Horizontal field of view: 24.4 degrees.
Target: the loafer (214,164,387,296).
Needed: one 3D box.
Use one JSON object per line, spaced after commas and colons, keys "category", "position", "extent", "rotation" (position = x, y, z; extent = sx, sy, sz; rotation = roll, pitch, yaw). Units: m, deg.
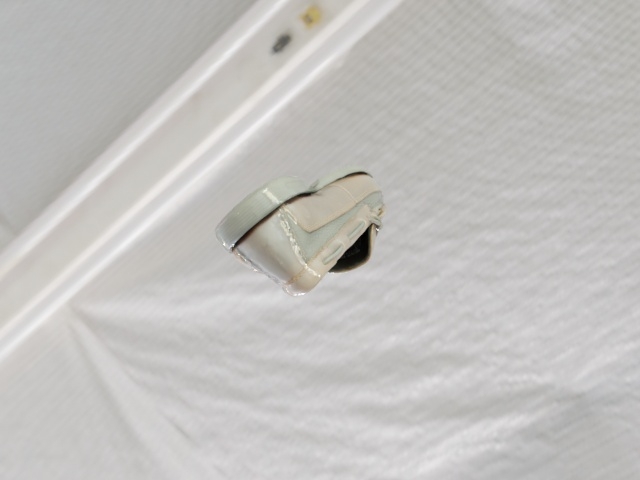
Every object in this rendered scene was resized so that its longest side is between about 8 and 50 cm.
{"category": "loafer", "position": [0.000, 0.000, 0.544], "extent": [0.045, 0.125, 0.039], "rotation": [-42, -99, 17]}
